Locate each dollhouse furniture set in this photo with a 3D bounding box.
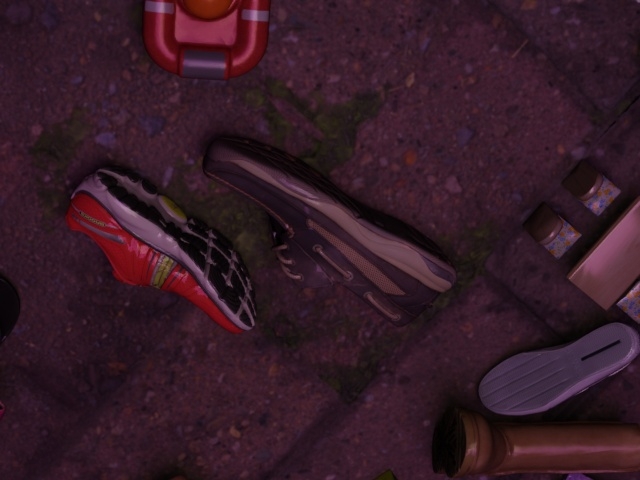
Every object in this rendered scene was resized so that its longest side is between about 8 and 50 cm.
[{"bbox_3d":[0.420,-0.015,1.539,0.212,0.161,0.242,38,100,-15],"label":"dollhouse furniture set"}]

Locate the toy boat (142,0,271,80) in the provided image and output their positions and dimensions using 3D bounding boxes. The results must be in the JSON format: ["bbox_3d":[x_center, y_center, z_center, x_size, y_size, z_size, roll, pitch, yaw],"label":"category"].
[{"bbox_3d":[-0.128,-0.292,1.410,0.150,0.151,0.231,2,107,-6],"label":"toy boat"}]

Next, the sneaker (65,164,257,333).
[{"bbox_3d":[-0.198,0.024,1.545,0.279,0.107,0.118,42,118,-12],"label":"sneaker"}]

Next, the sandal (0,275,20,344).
[{"bbox_3d":[-0.436,0.127,1.569,0.067,0.040,0.179,26,103,-11],"label":"sandal"}]

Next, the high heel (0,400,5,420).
[{"bbox_3d":[-0.497,0.151,1.523,0.117,0.082,0.244,-31,101,38],"label":"high heel"}]

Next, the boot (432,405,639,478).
[{"bbox_3d":[0.291,0.262,1.595,0.269,0.236,0.089,1,81,-3],"label":"boot"}]

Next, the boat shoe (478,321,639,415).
[{"bbox_3d":[0.324,0.178,1.632,0.226,0.075,0.083,-22,68,23],"label":"boat shoe"}]

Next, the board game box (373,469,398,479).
[{"bbox_3d":[0.048,0.406,1.698,0.181,0.043,0.092,-34,107,5],"label":"board game box"}]

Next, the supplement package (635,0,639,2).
[{"bbox_3d":[0.355,-0.398,1.394,0.149,0.203,0.194,-28,108,4],"label":"supplement package"}]

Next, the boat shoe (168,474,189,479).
[{"bbox_3d":[-0.273,0.421,1.650,0.324,0.123,0.116,-33,74,14],"label":"boat shoe"}]

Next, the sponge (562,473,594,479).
[{"bbox_3d":[0.407,0.411,1.677,0.210,0.031,0.117,28,76,9],"label":"sponge"}]

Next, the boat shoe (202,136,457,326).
[{"bbox_3d":[0.000,0.000,1.523,0.355,0.132,0.130,30,102,-12],"label":"boat shoe"}]
